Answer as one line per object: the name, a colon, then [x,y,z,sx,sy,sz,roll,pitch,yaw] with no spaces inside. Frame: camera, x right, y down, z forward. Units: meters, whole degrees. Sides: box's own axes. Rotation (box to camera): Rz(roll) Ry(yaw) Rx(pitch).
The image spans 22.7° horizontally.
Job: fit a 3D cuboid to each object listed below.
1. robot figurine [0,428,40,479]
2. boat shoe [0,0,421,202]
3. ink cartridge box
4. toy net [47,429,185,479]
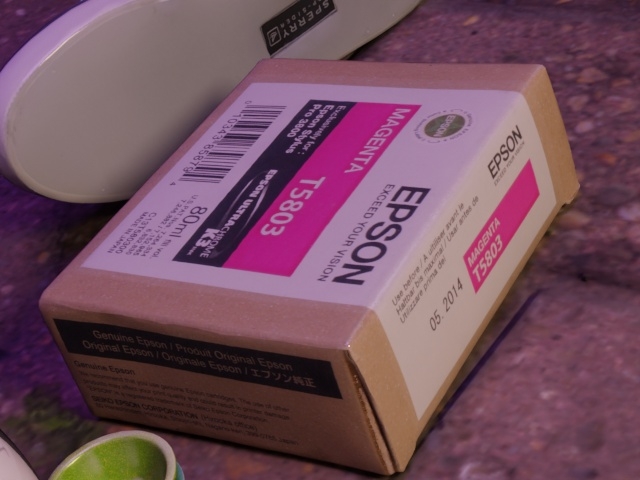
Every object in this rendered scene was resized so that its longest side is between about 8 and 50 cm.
robot figurine: [-0.199,0.129,0.642,0.174,0.209,0.278,-20,9,-18]
boat shoe: [-0.096,-0.152,1.059,0.367,0.135,0.156,-38,38,-29]
ink cartridge box: [0.000,0.000,0.840,0.193,0.088,0.234,5,40,33]
toy net: [-0.034,0.150,0.684,0.232,0.045,0.122,4,40,31]
